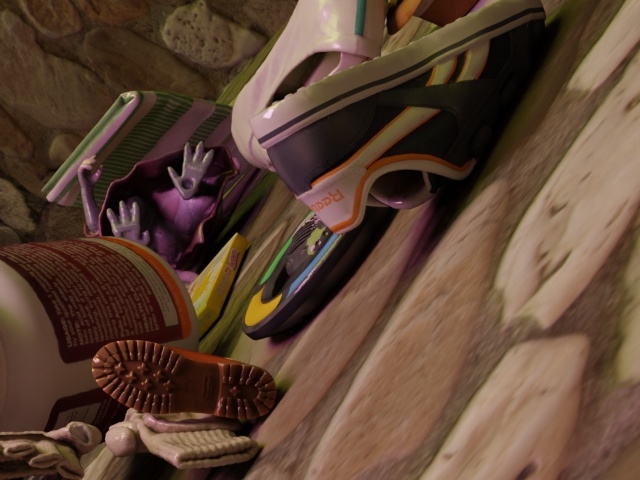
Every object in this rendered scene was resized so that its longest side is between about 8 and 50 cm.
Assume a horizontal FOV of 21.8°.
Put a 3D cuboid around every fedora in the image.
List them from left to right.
[{"bbox_3d":[0.149,-0.308,1.898,0.194,0.079,0.194,-57,12,19],"label":"fedora"}]

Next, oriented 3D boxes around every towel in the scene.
[{"bbox_3d":[-0.236,-0.122,2.536,0.325,0.038,0.248,11,-50,-49],"label":"towel"}]

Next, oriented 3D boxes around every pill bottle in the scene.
[{"bbox_3d":[-0.310,0.114,1.660,0.224,0.224,0.392,-49,-17,20],"label":"pill bottle"}]

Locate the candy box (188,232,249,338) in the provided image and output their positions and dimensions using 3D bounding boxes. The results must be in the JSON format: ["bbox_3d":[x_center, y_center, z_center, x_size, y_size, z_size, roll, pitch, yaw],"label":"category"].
[{"bbox_3d":[-0.143,0.073,2.042,0.105,0.027,0.206,-50,9,25],"label":"candy box"}]

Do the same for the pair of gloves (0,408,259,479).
[{"bbox_3d":[-0.182,0.167,1.404,0.204,0.240,0.042,-179,86,-78],"label":"pair of gloves"}]

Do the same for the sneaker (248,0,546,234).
[{"bbox_3d":[0.087,-0.105,1.390,0.321,0.127,0.126,-29,1,-35],"label":"sneaker"}]

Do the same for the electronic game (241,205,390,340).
[{"bbox_3d":[0.000,0.000,1.583,0.229,0.048,0.229,-51,10,12],"label":"electronic game"}]

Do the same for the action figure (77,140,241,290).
[{"bbox_3d":[-0.212,-0.007,2.388,0.370,0.248,0.276,119,143,-72],"label":"action figure"}]

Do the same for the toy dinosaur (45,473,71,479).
[{"bbox_3d":[-0.314,0.291,1.372,0.295,0.127,0.200,2,28,28],"label":"toy dinosaur"}]

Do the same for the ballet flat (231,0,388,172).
[{"bbox_3d":[-0.019,-0.163,1.996,0.139,0.139,0.400,-59,0,-35],"label":"ballet flat"}]

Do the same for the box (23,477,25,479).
[{"bbox_3d":[-0.335,0.248,2.226,0.162,0.029,0.116,-42,0,40],"label":"box"}]

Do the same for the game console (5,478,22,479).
[{"bbox_3d":[-0.527,0.374,2.362,0.386,0.060,0.342,-49,-8,16],"label":"game console"}]

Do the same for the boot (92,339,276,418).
[{"bbox_3d":[-0.118,0.120,1.433,0.084,0.158,0.059,-147,69,-86],"label":"boot"}]

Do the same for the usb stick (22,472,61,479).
[{"bbox_3d":[-0.414,0.378,2.158,0.278,0.045,0.077,-51,1,11],"label":"usb stick"}]
